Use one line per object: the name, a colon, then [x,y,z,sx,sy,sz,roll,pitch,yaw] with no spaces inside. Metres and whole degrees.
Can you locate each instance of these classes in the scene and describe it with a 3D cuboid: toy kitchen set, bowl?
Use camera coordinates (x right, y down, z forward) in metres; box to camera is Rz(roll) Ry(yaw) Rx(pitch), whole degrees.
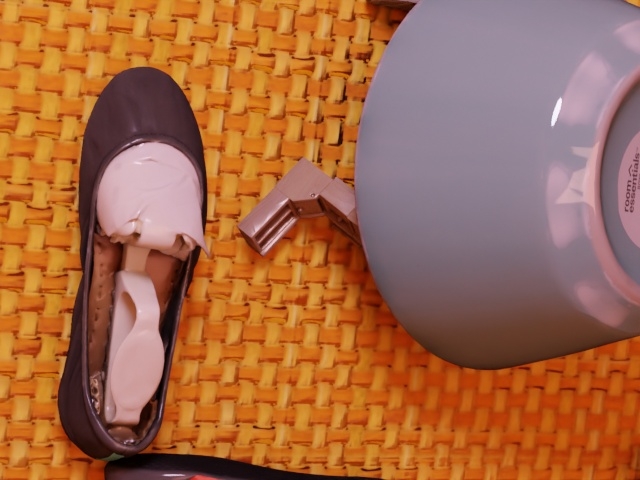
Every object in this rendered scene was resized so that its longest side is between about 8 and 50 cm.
toy kitchen set: [0.000,0.000,1.178,0.075,0.083,0.068,-46,153,-11]
bowl: [0.192,-0.049,1.153,0.311,0.163,0.312,-5,97,-41]

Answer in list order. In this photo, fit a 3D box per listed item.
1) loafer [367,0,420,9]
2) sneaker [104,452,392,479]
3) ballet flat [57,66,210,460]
loafer: [0.095,-0.192,1.203,0.125,0.045,0.039,5,89,-21]
sneaker: [-0.040,0.243,1.180,0.270,0.090,0.145,11,90,-26]
ballet flat: [-0.122,0.020,1.111,0.095,0.096,0.280,4,96,-23]
